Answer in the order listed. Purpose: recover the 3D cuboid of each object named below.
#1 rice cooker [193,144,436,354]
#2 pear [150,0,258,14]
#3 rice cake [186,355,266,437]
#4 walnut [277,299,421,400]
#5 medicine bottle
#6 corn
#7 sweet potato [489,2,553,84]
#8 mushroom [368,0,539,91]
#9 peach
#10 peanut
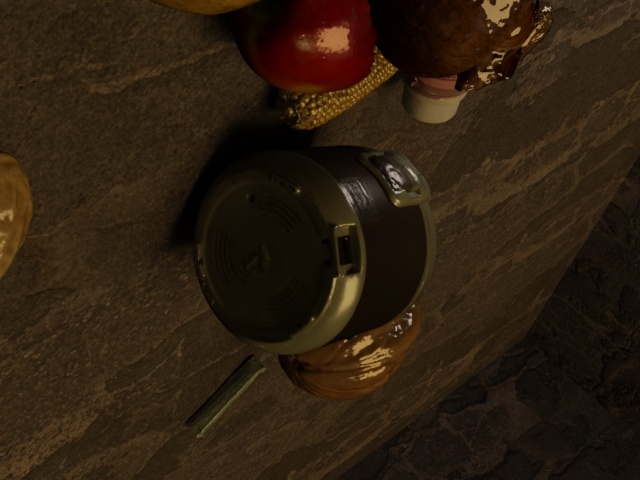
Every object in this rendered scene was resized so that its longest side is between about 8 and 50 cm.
[{"bbox_3d":[0.000,0.000,1.613,0.325,0.335,0.335,-11,138,-55],"label":"rice cooker"},{"bbox_3d":[-0.094,-0.358,0.893,0.314,0.314,0.314,-38,156,-21],"label":"pear"},{"bbox_3d":[-0.201,0.332,2.169,0.211,0.043,0.034,-47,162,0],"label":"rice cake"},{"bbox_3d":[0.053,0.162,2.036,0.333,0.333,0.333,-38,156,-21],"label":"walnut"},{"bbox_3d":[0.205,-0.315,1.697,0.147,0.147,0.247,-34,155,-28],"label":"medicine bottle"},{"bbox_3d":[0.038,-0.253,1.569,0.260,0.091,0.091,-35,-170,-29],"label":"corn"},{"bbox_3d":[0.367,-0.374,1.997,0.233,0.062,0.081,-45,143,5],"label":"sweet potato"},{"bbox_3d":[0.202,-0.347,1.334,0.334,0.356,0.331,-28,-150,48],"label":"mushroom"},{"bbox_3d":[-0.003,-0.281,1.317,0.226,0.190,0.196,6,116,-55],"label":"peach"},{"bbox_3d":[-0.425,0.039,1.162,0.153,0.140,0.325,8,120,-56],"label":"peanut"}]
